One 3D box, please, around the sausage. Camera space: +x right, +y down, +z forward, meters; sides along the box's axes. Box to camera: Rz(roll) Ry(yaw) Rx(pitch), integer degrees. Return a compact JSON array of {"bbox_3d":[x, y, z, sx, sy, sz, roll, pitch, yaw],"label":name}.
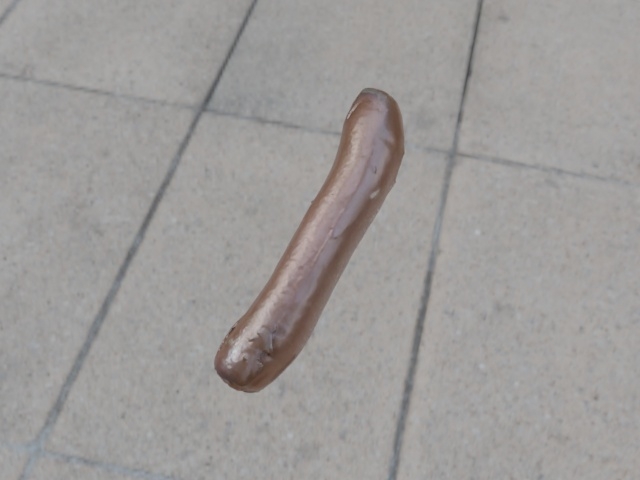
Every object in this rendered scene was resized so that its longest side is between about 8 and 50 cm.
[{"bbox_3d":[0.000,0.000,0.582,0.043,0.043,0.186,24,77,19],"label":"sausage"}]
